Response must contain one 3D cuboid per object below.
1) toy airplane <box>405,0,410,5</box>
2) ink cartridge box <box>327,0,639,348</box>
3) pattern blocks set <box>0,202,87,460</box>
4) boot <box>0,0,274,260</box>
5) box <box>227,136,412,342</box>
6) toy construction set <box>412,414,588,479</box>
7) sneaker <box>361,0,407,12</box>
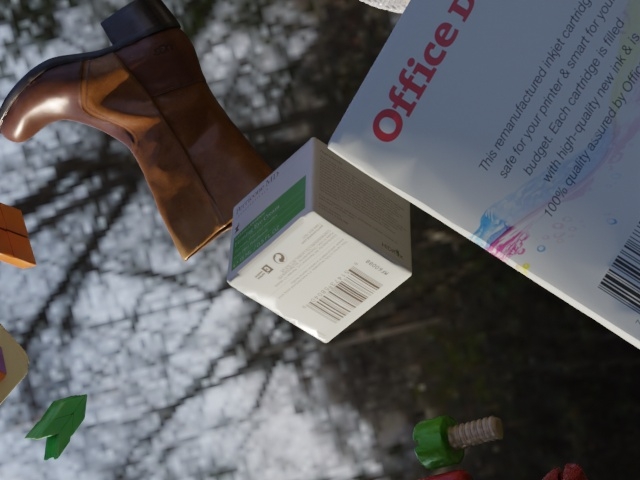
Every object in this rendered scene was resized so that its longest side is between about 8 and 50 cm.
[{"bbox_3d":[-0.012,-0.329,0.716,0.386,0.272,0.384,45,139,22],"label":"toy airplane"},{"bbox_3d":[0.118,-0.047,0.617,0.176,0.128,0.127,34,-165,9],"label":"ink cartridge box"},{"bbox_3d":[-0.293,0.069,1.190,0.325,0.026,0.285,47,-133,-32],"label":"pattern blocks set"},{"bbox_3d":[-0.215,-0.102,1.925,0.280,0.264,0.096,59,-171,3],"label":"boot"},{"bbox_3d":[0.000,0.000,1.242,0.102,0.101,0.087,33,-145,-25],"label":"box"},{"bbox_3d":[0.077,0.268,1.210,0.309,0.237,0.257,51,-144,-34],"label":"toy construction set"},{"bbox_3d":[0.145,-0.270,1.331,0.101,0.269,0.153,63,-152,-20],"label":"sneaker"}]
